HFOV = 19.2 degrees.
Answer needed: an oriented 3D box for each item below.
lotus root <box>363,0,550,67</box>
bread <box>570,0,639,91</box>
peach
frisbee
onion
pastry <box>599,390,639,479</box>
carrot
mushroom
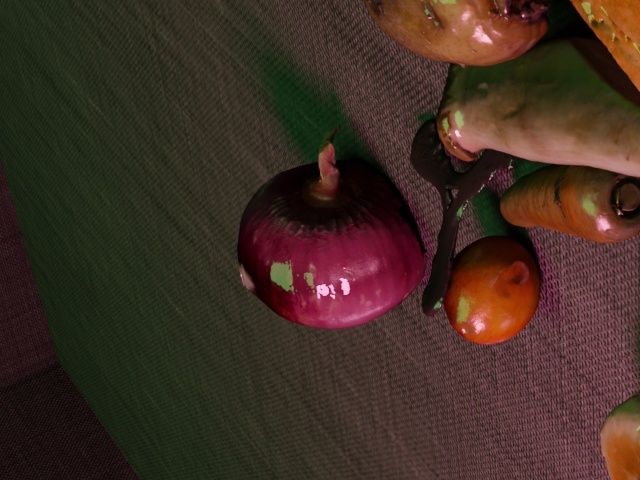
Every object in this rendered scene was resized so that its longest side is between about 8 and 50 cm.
[{"bbox_3d":[0.099,-0.224,1.540,0.278,0.154,0.154,29,140,65],"label":"lotus root"},{"bbox_3d":[0.228,-0.204,1.238,0.294,0.132,0.167,54,159,28],"label":"bread"},{"bbox_3d":[0.160,0.048,1.798,0.100,0.101,0.100,53,158,32],"label":"peach"},{"bbox_3d":[0.132,-0.053,1.788,0.187,0.012,0.211,-49,37,49],"label":"frisbee"},{"bbox_3d":[0.001,0.010,2.072,0.207,0.201,0.200,52,158,20],"label":"onion"},{"bbox_3d":[0.308,0.195,1.598,0.166,0.088,0.166,54,160,29],"label":"pastry"},{"bbox_3d":[0.203,-0.033,1.635,0.078,0.078,0.298,67,166,-5],"label":"carrot"},{"bbox_3d":[0.201,-0.108,1.491,0.333,0.087,0.107,10,87,62],"label":"mushroom"}]
